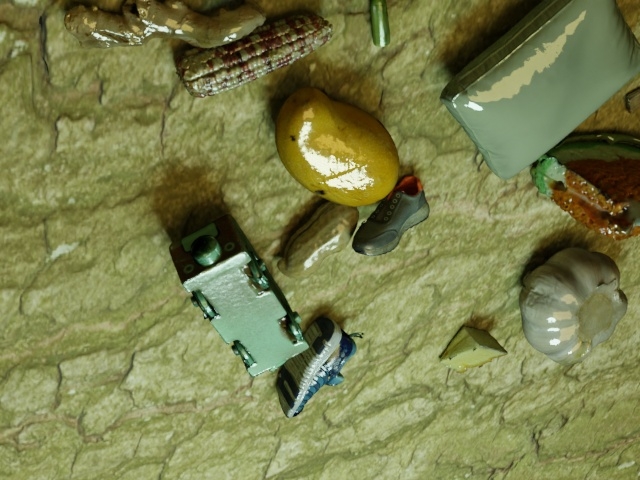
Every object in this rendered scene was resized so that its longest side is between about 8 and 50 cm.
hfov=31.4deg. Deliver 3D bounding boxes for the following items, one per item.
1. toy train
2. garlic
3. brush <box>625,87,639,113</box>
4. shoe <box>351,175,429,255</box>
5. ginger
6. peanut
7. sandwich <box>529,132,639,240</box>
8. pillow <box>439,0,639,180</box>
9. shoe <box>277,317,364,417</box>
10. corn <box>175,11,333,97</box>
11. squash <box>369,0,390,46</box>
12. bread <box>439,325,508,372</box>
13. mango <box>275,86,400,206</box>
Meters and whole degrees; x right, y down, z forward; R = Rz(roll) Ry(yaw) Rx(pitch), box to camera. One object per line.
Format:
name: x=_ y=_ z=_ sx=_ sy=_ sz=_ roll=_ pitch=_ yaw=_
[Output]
toy train: x=-0.132 y=0.083 z=1.845 sx=0.129 sy=0.159 sz=0.326 roll=-30 pitch=137 yaw=0
garlic: x=0.476 y=0.120 z=2.192 sx=0.228 sy=0.152 sz=0.227 roll=-5 pitch=103 yaw=-25
brush: x=0.622 y=-0.284 z=2.048 sx=0.170 sy=0.014 sz=0.043 roll=-31 pitch=135 yaw=-4
shoe: x=0.113 y=-0.044 z=1.899 sx=0.194 sy=0.074 sz=0.077 roll=-36 pitch=130 yaw=-42
ginger: x=-0.207 y=-0.305 z=1.567 sx=0.288 sy=0.075 sz=0.089 roll=-8 pitch=123 yaw=-17
peanut: x=0.000 y=0.000 z=1.905 sx=0.174 sy=0.080 sz=0.080 roll=-44 pitch=132 yaw=14
sandwich: x=0.520 y=-0.095 z=2.028 sx=0.292 sy=0.212 sz=0.109 roll=-17 pitch=147 yaw=-33
pillow: x=0.366 y=-0.267 z=1.855 sx=0.322 sy=0.120 sz=0.255 roll=-41 pitch=135 yaw=4
shoe: x=-0.003 y=0.239 z=2.074 sx=0.106 sy=0.091 sz=0.207 roll=25 pitch=107 yaw=-33
corn: x=-0.095 y=-0.273 z=1.644 sx=0.237 sy=0.079 sz=0.079 roll=-25 pitch=133 yaw=-13
squash: x=0.090 y=-0.334 z=1.721 sx=0.027 sy=0.027 sz=0.083 roll=-20 pitch=132 yaw=-12
bread: x=0.292 y=0.230 z=2.230 sx=0.084 sy=0.080 sz=0.109 roll=20 pitch=111 yaw=-35
mango: x=0.021 y=-0.148 z=1.780 sx=0.157 sy=0.109 sz=0.262 roll=-35 pitch=129 yaw=15
